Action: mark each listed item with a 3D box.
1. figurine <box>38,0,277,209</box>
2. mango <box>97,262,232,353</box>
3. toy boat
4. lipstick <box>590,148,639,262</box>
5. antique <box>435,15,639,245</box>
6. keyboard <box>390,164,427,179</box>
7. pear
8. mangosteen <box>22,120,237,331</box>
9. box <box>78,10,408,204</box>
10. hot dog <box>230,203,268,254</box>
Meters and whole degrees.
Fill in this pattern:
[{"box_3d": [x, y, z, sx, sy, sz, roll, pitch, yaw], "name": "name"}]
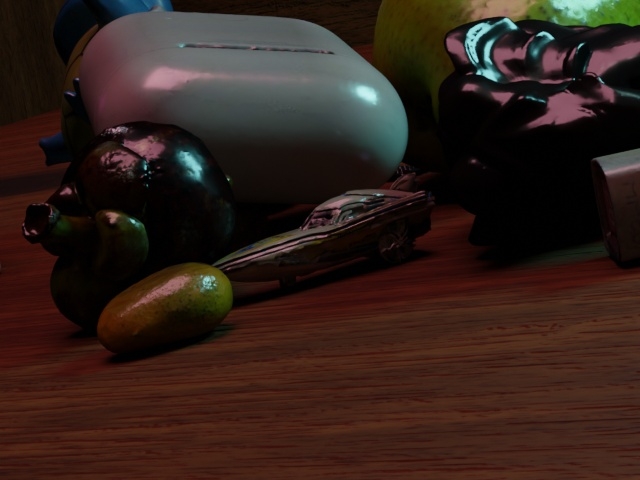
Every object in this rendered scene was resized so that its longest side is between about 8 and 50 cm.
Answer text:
[{"box_3d": [-0.212, -0.160, 2.182, 0.243, 0.298, 0.416, -20, 47, -22], "name": "figurine"}, {"box_3d": [-0.120, 0.054, 1.510, 0.114, 0.057, 0.079, -27, 19, -28], "name": "mango"}, {"box_3d": [0.000, 0.000, 1.640, 0.210, 0.066, 0.084, -17, 9, -24], "name": "toy boat"}, {"box_3d": [0.331, -0.049, 1.450, 0.252, 0.079, 0.077, -13, 10, 1], "name": "lipstick"}, {"box_3d": [0.217, -0.099, 1.627, 0.255, 0.185, 0.322, -6, 6, -2], "name": "antique"}, {"box_3d": [0.053, -0.073, 2.188, 0.155, 0.010, 0.053, -3, 12, 45], "name": "keyboard"}, {"box_3d": [0.186, -0.190, 1.927, 0.342, 0.239, 0.318, 6, 30, 23], "name": "pear"}, {"box_3d": [-0.160, -0.013, 1.647, 0.184, 0.172, 0.172, -40, 19, -21], "name": "mangosteen"}, {"box_3d": [-0.081, -0.133, 1.890, 0.288, 0.141, 0.349, 3, 16, -13], "name": "box"}, {"box_3d": [-0.116, -0.007, 1.825, 0.099, 0.065, 0.147, -3, 8, 43], "name": "hot dog"}]
